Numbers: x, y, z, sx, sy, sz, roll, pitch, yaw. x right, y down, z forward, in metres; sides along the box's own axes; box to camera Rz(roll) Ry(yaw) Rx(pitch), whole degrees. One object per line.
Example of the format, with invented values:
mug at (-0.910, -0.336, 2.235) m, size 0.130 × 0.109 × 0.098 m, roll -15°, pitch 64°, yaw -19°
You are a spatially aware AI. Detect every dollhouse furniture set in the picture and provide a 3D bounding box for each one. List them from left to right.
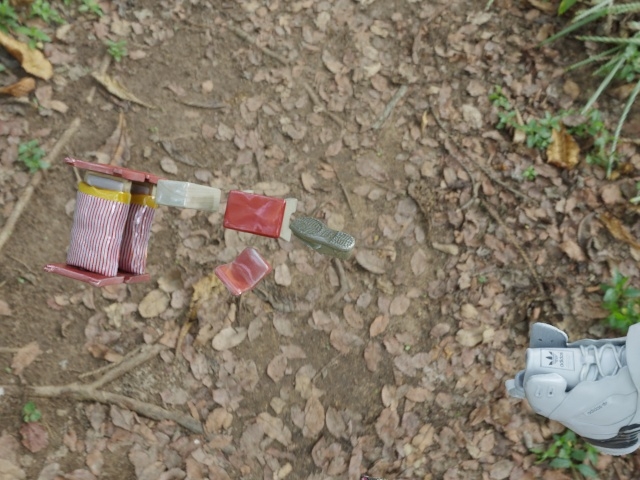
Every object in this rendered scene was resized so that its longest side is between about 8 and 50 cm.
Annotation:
dollhouse furniture set at (-0.250, -0.008, 0.915) m, size 0.374 × 0.152 × 0.201 m, roll 11°, pitch 93°, yaw 17°

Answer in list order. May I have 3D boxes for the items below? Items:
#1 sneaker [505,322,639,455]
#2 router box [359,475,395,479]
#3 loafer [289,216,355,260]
sneaker at (0.436, 0.189, 0.809) m, size 0.210 × 0.365 × 0.137 m, roll 22°, pitch 48°, yaw 5°
router box at (0.099, 0.441, 0.854) m, size 0.092 × 0.038 × 0.122 m, roll 18°, pitch 77°, yaw -20°
loafer at (0.000, 0.000, 1.029) m, size 0.148 × 0.050 × 0.056 m, roll 27°, pitch 46°, yaw 34°
